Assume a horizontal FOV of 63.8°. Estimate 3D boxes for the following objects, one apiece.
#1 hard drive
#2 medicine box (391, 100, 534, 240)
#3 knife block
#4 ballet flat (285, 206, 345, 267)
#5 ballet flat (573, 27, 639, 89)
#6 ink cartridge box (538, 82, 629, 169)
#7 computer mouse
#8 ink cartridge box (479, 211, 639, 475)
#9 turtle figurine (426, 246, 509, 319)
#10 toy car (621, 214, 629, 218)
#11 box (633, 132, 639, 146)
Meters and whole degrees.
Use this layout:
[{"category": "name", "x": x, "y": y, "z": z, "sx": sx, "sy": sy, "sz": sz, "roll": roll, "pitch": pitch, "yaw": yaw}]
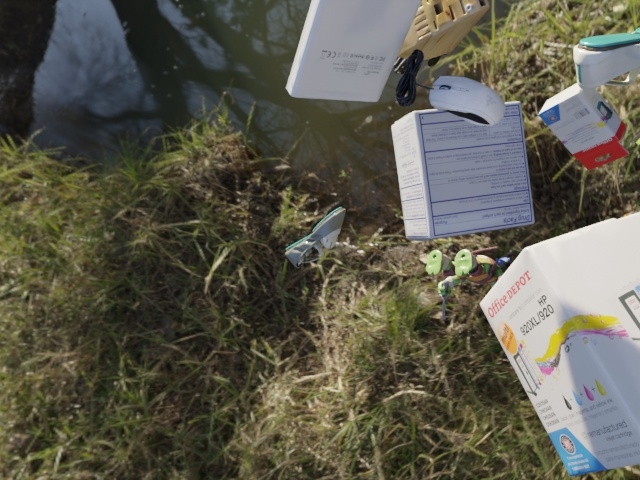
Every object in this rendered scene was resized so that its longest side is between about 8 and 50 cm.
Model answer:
[{"category": "hard drive", "x": 0.073, "y": -0.394, "z": 0.917, "sx": 0.040, "sy": 0.203, "sz": 0.307, "roll": 60, "pitch": 143, "yaw": 35}, {"category": "medicine box", "x": 0.328, "y": -0.158, "z": 1.202, "sx": 0.264, "sy": 0.149, "sz": 0.289, "roll": -8, "pitch": 92, "yaw": -12}, {"category": "knife block", "x": 0.256, "y": -0.455, "z": 1.108, "sx": 0.276, "sy": 0.242, "sz": 0.088, "roll": -18, "pitch": 90, "yaw": 39}, {"category": "ballet flat", "x": 0.000, "y": 0.000, "z": 1.200, "sx": 0.213, "sy": 0.072, "sz": 0.068, "roll": -37, "pitch": 83, "yaw": 38}, {"category": "ballet flat", "x": 0.796, "y": -0.460, "z": 1.270, "sx": 0.400, "sy": 0.139, "sz": 0.139, "roll": -16, "pitch": 67, "yaw": -12}, {"category": "ink cartridge box", "x": 0.748, "y": -0.320, "z": 1.443, "sx": 0.078, "sy": 0.231, "sz": 0.134, "roll": -52, "pitch": 12, "yaw": -28}, {"category": "computer mouse", "x": 0.228, "y": -0.258, "z": 0.888, "sx": 0.193, "sy": 0.042, "sz": 0.106, "roll": 22, "pitch": 77, "yaw": 13}, {"category": "ink cartridge box", "x": 0.331, "y": 0.118, "z": 0.593, "sx": 0.168, "sy": 0.171, "sz": 0.232, "roll": -16, "pitch": 63, "yaw": -12}, {"category": "turtle figurine", "x": 0.414, "y": 0.136, "z": 1.417, "sx": 0.274, "sy": 0.266, "sz": 0.198, "roll": -55, "pitch": 40, "yaw": 11}, {"category": "toy car", "x": 0.759, "y": -0.010, "z": 1.223, "sx": 0.060, "sy": 0.122, "sz": 0.040, "roll": -58, "pitch": 23, "yaw": -3}, {"category": "box", "x": 0.526, "y": -0.157, "z": 0.762, "sx": 0.052, "sy": 0.083, "sz": 0.062, "roll": 64, "pitch": 151, "yaw": 29}]
